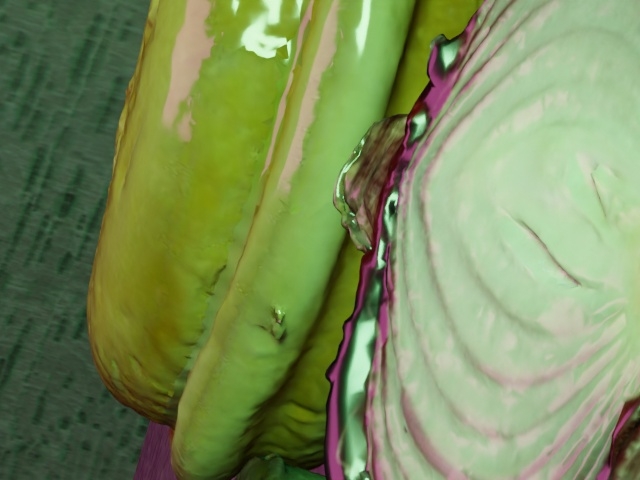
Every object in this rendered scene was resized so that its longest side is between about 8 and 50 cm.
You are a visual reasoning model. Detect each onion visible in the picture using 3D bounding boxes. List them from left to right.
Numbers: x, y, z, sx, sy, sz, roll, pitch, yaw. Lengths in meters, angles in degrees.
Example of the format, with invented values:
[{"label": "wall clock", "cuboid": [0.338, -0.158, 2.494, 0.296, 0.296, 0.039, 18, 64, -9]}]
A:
[{"label": "onion", "cuboid": [0.077, 0.007, 0.392, 0.151, 0.098, 0.206, 18, 86, 56]}]

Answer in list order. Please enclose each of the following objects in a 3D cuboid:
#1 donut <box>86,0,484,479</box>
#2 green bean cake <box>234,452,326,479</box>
[{"label": "donut", "cuboid": [-0.010, -0.076, 0.792, 0.449, 0.198, 0.449, -166, 90, -83]}, {"label": "green bean cake", "cuboid": [-0.014, 0.218, 0.671, 0.173, 0.094, 0.181, -91, 17, -62]}]
